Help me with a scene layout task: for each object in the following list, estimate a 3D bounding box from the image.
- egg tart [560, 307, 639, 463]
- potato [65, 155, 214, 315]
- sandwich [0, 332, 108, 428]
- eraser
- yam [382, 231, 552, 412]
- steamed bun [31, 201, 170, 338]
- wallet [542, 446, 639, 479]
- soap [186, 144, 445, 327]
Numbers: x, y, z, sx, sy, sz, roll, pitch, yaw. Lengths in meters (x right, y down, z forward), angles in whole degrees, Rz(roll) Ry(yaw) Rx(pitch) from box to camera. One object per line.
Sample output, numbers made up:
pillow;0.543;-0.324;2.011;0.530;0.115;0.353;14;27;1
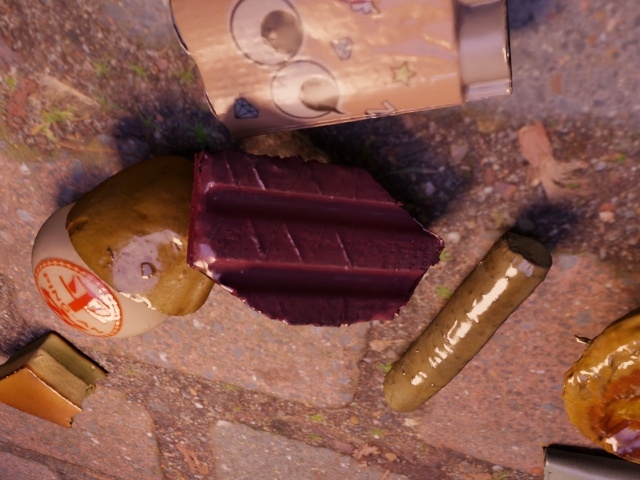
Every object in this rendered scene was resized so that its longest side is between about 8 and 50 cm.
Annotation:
egg tart;0.458;0.155;0.575;0.339;0.153;0.351;18;134;6
potato;-0.189;-0.030;0.631;0.203;0.178;0.158;45;114;10
sandwich;-0.588;0.314;1.075;0.220;0.108;0.186;-24;118;30
eraser;0.019;-0.197;0.462;0.290;0.087;0.171;-4;132;20
yam;0.188;0.132;0.697;0.083;0.083;0.371;24;133;-3
steamed bun;-0.325;0.058;0.750;0.232;0.145;0.232;9;131;10
wallet;0.529;0.469;0.894;0.251;0.054;0.290;1;135;22
soap;0.000;0.000;0.565;0.289;0.112;0.182;4;97;-17
